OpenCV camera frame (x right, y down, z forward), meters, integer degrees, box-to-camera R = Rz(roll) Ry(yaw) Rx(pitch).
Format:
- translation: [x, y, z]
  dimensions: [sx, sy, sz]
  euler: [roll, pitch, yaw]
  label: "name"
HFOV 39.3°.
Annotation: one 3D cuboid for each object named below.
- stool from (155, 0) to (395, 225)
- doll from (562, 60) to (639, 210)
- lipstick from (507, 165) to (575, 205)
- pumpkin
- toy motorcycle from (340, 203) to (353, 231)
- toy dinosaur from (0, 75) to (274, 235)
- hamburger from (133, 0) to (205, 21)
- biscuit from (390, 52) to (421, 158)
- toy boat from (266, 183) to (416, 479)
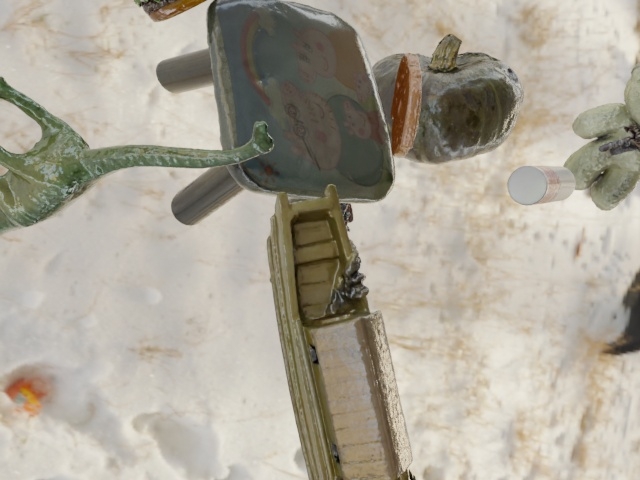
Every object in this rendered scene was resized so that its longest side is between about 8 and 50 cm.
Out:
- translation: [-0.077, -0.178, 1.363]
  dimensions: [0.310, 0.226, 0.310]
  euler: [4, 71, -40]
  label: "stool"
- translation: [0.527, -0.161, 1.487]
  dimensions: [0.175, 0.149, 0.278]
  euler: [7, 132, -35]
  label: "doll"
- translation: [0.223, -0.056, 0.896]
  dimensions: [0.130, 0.038, 0.038]
  euler: [-9, 103, -63]
  label: "lipstick"
- translation: [0.235, -0.275, 1.756]
  dimensions: [0.232, 0.325, 0.242]
  euler: [-64, 154, -68]
  label: "pumpkin"
- translation: [-0.001, -0.001, 1.631]
  dimensions: [0.213, 0.082, 0.122]
  euler: [-62, 178, 23]
  label: "toy motorcycle"
- translation: [-0.278, -0.048, 1.059]
  dimensions: [0.301, 0.447, 0.087]
  euler: [28, 38, -13]
  label: "toy dinosaur"
- translation: [-0.205, -0.377, 1.241]
  dimensions: [0.137, 0.166, 0.087]
  euler: [-27, 124, -1]
  label: "hamburger"
- translation: [0.094, -0.147, 0.976]
  dimensions: [0.130, 0.019, 0.102]
  euler: [-87, -175, -51]
  label: "biscuit"
- translation: [0.022, 0.159, 1.049]
  dimensions: [0.136, 0.162, 0.445]
  euler: [-12, 88, -20]
  label: "toy boat"
